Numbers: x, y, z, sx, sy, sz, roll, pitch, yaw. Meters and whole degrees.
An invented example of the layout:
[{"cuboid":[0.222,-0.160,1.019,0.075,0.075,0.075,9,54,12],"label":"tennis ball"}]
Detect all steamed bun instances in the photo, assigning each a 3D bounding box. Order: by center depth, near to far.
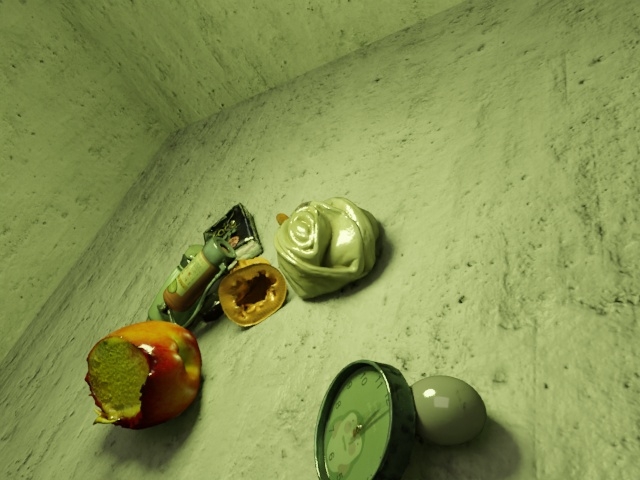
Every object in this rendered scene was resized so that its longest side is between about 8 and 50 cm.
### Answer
[{"cuboid":[0.000,0.000,1.667,0.368,0.255,0.342,-29,38,17],"label":"steamed bun"}]

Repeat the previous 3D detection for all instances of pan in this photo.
[{"cuboid":[-0.455,0.261,1.968,0.202,0.048,0.128,-16,41,31],"label":"pan"}]

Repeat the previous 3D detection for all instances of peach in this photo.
[{"cuboid":[-0.560,0.435,1.635,0.406,0.310,0.335,-31,72,31],"label":"peach"}]

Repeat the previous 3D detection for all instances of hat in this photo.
[{"cuboid":[-0.241,0.151,1.821,0.234,0.244,0.233,3,20,-4],"label":"hat"}]

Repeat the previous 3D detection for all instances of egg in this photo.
[{"cuboid":[0.264,0.370,1.087,0.199,0.146,0.146,-9,43,49],"label":"egg"}]

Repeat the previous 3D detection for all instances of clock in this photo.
[{"cuboid":[0.091,0.430,1.136,0.319,0.066,0.318,-46,30,37],"label":"clock"}]

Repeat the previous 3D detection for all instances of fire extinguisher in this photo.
[{"cuboid":[-0.454,0.167,1.749,0.376,0.113,0.200,-45,28,15],"label":"fire extinguisher"}]

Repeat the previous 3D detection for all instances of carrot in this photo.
[{"cuboid":[-0.140,-0.069,2.050,0.060,0.060,0.186,-43,32,-7],"label":"carrot"}]

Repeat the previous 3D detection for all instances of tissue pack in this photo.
[{"cuboid":[-0.392,-0.005,2.151,0.245,0.123,0.332,-33,34,4],"label":"tissue pack"}]

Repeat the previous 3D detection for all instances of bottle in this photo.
[{"cuboid":[-0.524,0.180,1.940,0.347,0.168,0.168,-59,35,4],"label":"bottle"}]

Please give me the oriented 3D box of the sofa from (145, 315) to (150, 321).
[{"cuboid":[-0.669,0.331,2.054,0.060,0.085,0.147,-23,37,28],"label":"sofa"}]
